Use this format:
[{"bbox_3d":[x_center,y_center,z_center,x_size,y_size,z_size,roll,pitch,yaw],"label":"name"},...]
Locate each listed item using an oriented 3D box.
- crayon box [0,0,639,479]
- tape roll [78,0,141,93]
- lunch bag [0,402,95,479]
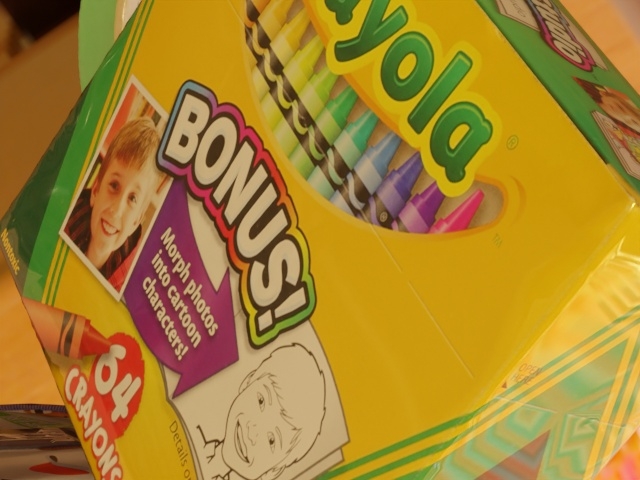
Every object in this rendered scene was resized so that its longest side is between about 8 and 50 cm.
[{"bbox_3d":[0.000,0.000,0.902,0.106,0.313,0.363,15,-150,-38],"label":"crayon box"},{"bbox_3d":[-0.031,-0.140,1.263,0.077,0.321,0.321,1,-122,-48],"label":"tape roll"},{"bbox_3d":[-0.141,0.245,1.212,0.385,0.239,0.328,34,173,-19],"label":"lunch bag"}]
